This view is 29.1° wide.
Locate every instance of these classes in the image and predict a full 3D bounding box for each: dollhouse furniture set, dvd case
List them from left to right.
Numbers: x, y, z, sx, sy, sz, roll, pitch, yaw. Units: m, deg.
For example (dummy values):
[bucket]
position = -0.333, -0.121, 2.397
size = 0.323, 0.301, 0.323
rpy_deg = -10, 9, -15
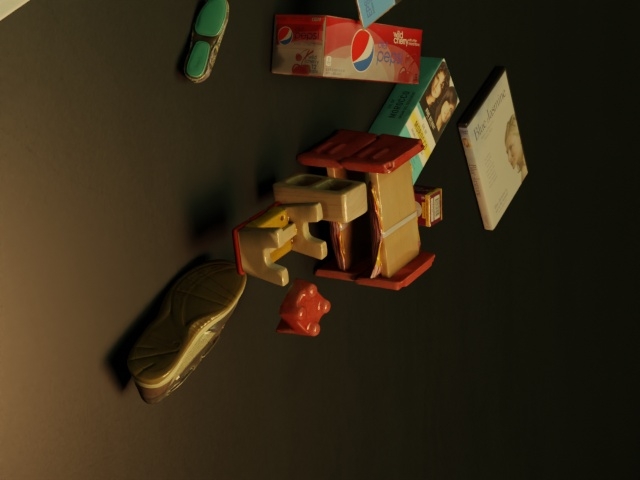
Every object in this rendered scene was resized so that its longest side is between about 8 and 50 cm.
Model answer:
[dollhouse furniture set]
position = 0.000, 0.000, 1.701
size = 0.374, 0.152, 0.201
rpy_deg = -34, 125, -47
[dvd case]
position = 0.323, -0.169, 2.277
size = 0.180, 0.022, 0.253
rpy_deg = -54, 139, -35

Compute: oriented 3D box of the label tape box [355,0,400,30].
[label tape box]
position = 0.108, -0.483, 1.700
size = 0.333, 0.106, 0.241
rpy_deg = -41, 134, -26

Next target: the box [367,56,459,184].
[box]
position = 0.137, -0.172, 1.951
size = 0.244, 0.060, 0.100
rpy_deg = -60, 142, -29

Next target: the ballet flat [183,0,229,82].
[ballet flat]
position = -0.142, -0.247, 1.529
size = 0.041, 0.041, 0.114
rpy_deg = 35, 68, -55

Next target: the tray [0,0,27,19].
[tray]
position = -0.381, -0.240, 1.159
size = 0.270, 0.030, 0.145
rpy_deg = -49, 135, -39

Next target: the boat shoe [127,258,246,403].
[boat shoe]
position = -0.168, 0.113, 1.545
size = 0.223, 0.080, 0.073
rpy_deg = -54, 162, -41

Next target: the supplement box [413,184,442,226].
[supplement box]
position = 0.149, -0.058, 1.977
size = 0.043, 0.083, 0.055
rpy_deg = -29, 121, -50

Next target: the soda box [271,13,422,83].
[soda box]
position = 0.043, -0.270, 1.751
size = 0.263, 0.092, 0.084
rpy_deg = -8, 103, -56
